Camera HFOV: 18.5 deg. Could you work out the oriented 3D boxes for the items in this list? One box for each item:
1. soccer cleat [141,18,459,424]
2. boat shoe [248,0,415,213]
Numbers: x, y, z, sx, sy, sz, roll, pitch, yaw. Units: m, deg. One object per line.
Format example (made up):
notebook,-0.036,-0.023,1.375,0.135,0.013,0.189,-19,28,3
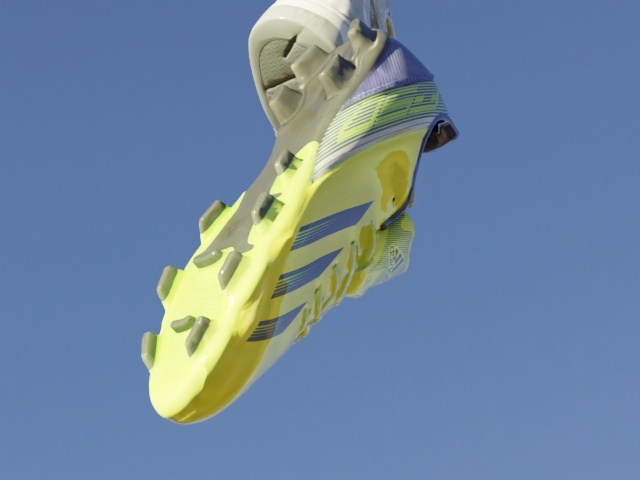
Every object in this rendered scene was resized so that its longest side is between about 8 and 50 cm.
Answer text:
soccer cleat,0.001,-0.001,1.089,0.121,0.289,0.093,44,-40,-19
boat shoe,0.021,-0.083,1.492,0.118,0.103,0.320,19,-32,24
